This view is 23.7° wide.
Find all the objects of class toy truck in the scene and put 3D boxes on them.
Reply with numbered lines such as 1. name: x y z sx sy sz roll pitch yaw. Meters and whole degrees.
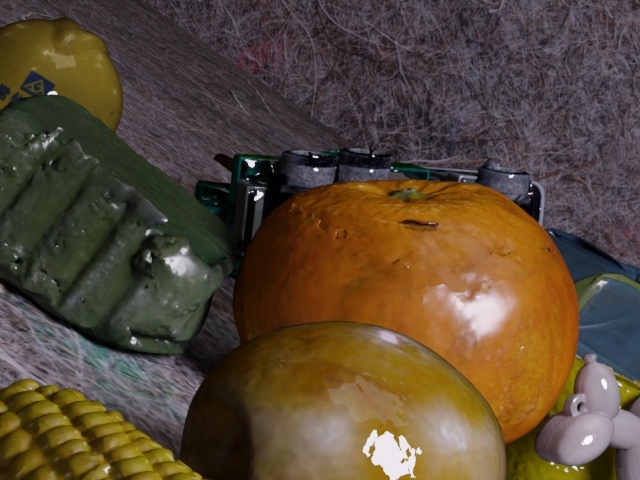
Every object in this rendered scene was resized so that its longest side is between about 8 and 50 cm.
1. toy truck: 0.053 -0.023 1.638 0.364 0.176 0.178 3 11 -18

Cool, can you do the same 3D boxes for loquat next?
1. loquat: 0.020 0.139 0.913 0.227 0.179 0.179 17 17 -44

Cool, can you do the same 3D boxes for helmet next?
1. helmet: -0.295 -0.173 1.657 0.205 0.140 0.257 31 7 -4

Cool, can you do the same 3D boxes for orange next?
1. orange: 0.068 0.064 1.239 0.284 0.226 0.284 6 10 -1

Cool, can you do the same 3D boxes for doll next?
1. doll: 0.248 0.171 1.256 0.160 0.161 0.059 -1 5 -31

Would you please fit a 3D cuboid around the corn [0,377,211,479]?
1. corn: -0.040 0.180 0.648 0.363 0.120 0.120 38 11 36

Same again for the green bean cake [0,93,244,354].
1. green bean cake: -0.175 -0.011 1.217 0.227 0.125 0.222 33 7 -2

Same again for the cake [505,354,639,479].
1. cake: 0.245 0.183 1.413 0.179 0.156 0.260 27 2 43

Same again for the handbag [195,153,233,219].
1. handbag: 0.001 -0.001 1.884 0.260 0.084 0.275 22 12 -33

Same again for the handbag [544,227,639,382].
1. handbag: 0.292 0.114 1.773 0.263 0.222 0.241 28 5 -28
